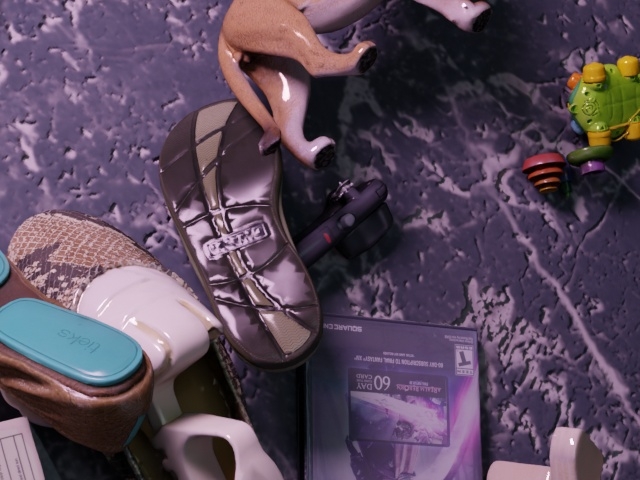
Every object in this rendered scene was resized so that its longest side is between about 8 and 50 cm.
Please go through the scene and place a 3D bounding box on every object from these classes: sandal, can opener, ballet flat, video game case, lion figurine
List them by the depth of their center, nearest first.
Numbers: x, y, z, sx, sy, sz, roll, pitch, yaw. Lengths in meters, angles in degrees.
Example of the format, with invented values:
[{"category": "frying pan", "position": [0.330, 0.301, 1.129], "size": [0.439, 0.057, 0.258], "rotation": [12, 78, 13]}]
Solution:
[{"category": "ballet flat", "position": [-0.278, 0.083, 1.507], "size": [0.342, 0.124, 0.116], "rotation": [27, 43, 26]}, {"category": "ballet flat", "position": [-0.114, 0.168, 1.550], "size": [0.164, 0.182, 0.483], "rotation": [-26, 87, -28]}, {"category": "sandal", "position": [-0.077, -0.002, 1.665], "size": [0.120, 0.086, 0.303], "rotation": [-14, 63, -2]}, {"category": "lion figurine", "position": [0.015, -0.246, 1.706], "size": [0.392, 0.142, 0.240], "rotation": [-38, 58, -25]}, {"category": "video game case", "position": [0.069, 0.212, 1.716], "size": [0.196, 0.026, 0.274], "rotation": [7, 71, -24]}, {"category": "can opener", "position": [0.000, 0.000, 1.724], "size": [0.186, 0.059, 0.073], "rotation": [-36, 93, -30]}]

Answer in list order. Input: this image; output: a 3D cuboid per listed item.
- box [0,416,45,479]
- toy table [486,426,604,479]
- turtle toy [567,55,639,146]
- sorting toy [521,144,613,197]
[{"category": "box", "position": [-0.346, 0.251, 1.445], "size": [0.232, 0.127, 0.149], "rotation": [-12, 81, -28]}, {"category": "toy table", "position": [0.261, 0.298, 1.668], "size": [0.252, 0.274, 0.161], "rotation": [8, 65, 21]}, {"category": "turtle toy", "position": [0.319, -0.155, 1.919], "size": [0.130, 0.066, 0.095], "rotation": [-14, 105, -31]}, {"category": "sorting toy", "position": [0.266, -0.071, 1.874], "size": [0.102, 0.061, 0.042], "rotation": [-9, 78, -4]}]
